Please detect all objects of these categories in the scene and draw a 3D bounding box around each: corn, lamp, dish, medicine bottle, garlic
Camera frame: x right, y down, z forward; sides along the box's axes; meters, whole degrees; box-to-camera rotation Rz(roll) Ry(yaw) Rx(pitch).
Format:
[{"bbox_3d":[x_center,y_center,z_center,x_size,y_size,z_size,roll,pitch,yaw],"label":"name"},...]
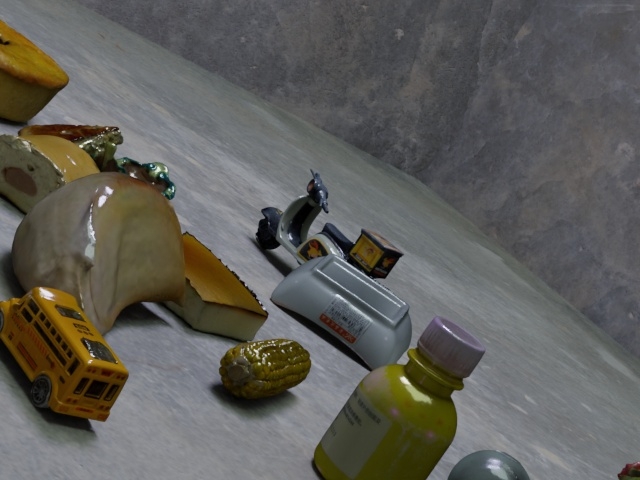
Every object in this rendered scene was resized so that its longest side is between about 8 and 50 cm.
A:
[{"bbox_3d":[-0.062,0.150,1.627,0.068,0.068,0.207,36,9,16],"label":"corn"},{"bbox_3d":[0.199,0.298,1.626,0.105,0.105,0.105,32,10,-7],"label":"lamp"},{"bbox_3d":[0.047,0.097,2.088,0.212,0.077,0.151,35,23,7],"label":"dish"},{"bbox_3d":[0.095,0.187,1.519,0.122,0.212,0.122,32,10,-7],"label":"medicine bottle"},{"bbox_3d":[-0.240,0.020,1.524,0.196,0.151,0.338,46,12,-1],"label":"garlic"}]

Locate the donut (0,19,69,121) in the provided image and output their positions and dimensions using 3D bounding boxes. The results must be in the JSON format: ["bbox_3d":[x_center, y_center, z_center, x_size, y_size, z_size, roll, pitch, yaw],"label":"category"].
[{"bbox_3d":[-0.534,-0.285,2.102,0.303,0.110,0.303,34,9,-7],"label":"donut"}]

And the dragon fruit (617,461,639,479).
[{"bbox_3d":[0.536,0.390,1.884,0.303,0.231,0.237,20,25,-14],"label":"dragon fruit"}]

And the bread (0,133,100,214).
[{"bbox_3d":[-0.352,-0.087,1.789,0.134,0.085,0.173,35,11,7],"label":"bread"}]

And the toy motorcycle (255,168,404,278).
[{"bbox_3d":[0.000,0.000,2.259,0.263,0.157,0.091,42,12,34],"label":"toy motorcycle"}]

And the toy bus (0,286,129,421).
[{"bbox_3d":[-0.247,0.098,1.288,0.070,0.074,0.162,20,18,-47],"label":"toy bus"}]

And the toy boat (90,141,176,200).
[{"bbox_3d":[-0.284,-0.084,1.969,0.108,0.099,0.293,33,2,7],"label":"toy boat"}]

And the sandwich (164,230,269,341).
[{"bbox_3d":[-0.177,0.046,1.782,0.162,0.058,0.193,19,20,-51],"label":"sandwich"}]

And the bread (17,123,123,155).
[{"bbox_3d":[-0.367,-0.128,1.950,0.154,0.054,0.136,-2,15,7],"label":"bread"}]
